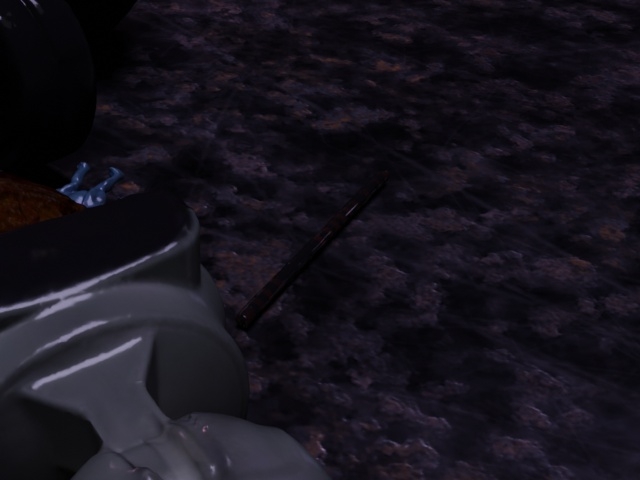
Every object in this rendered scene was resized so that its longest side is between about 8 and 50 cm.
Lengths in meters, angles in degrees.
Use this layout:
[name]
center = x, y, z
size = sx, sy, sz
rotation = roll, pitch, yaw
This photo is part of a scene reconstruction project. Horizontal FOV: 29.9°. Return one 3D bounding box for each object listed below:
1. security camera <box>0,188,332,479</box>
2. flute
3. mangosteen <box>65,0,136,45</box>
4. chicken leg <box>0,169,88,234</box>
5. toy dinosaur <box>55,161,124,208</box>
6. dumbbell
[security camera]
center = -0.084, 0.130, 0.572
size = 0.197, 0.191, 0.277
rotation = -19, 41, -28
[flute]
center = 0.000, 0.000, 0.966
size = 0.014, 0.014, 0.269
rotation = 18, 33, 19
[mangosteen]
center = -0.307, -0.325, 1.193
size = 0.300, 0.300, 0.300
rotation = 5, 31, -3
[chicken leg]
center = -0.238, 0.006, 0.670
size = 0.158, 0.096, 0.407
rotation = -20, -14, 38
[toy dinosaur]
center = -0.182, -0.021, 0.941
size = 0.197, 0.045, 0.080
rotation = 13, 44, 23
[dumbbell]
center = -0.330, -0.102, 0.910
size = 0.185, 0.185, 0.388
rotation = 25, 37, 27
